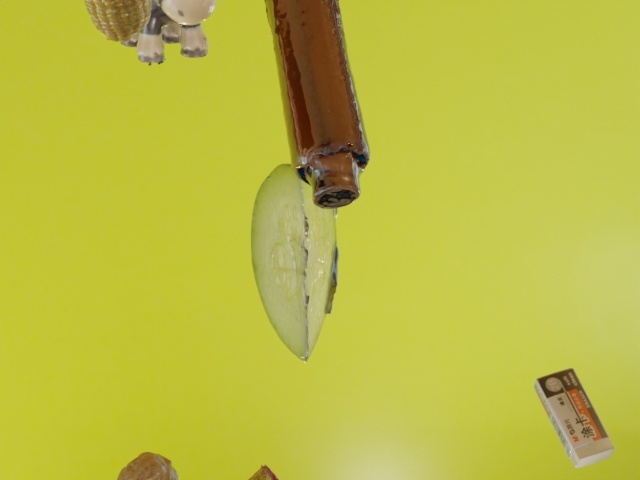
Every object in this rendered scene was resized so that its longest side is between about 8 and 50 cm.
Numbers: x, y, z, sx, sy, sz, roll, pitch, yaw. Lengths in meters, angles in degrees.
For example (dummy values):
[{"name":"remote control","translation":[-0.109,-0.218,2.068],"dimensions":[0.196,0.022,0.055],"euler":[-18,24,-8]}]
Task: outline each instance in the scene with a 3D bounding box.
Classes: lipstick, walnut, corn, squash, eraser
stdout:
[{"name":"lipstick","translation":[-0.019,-0.223,1.455],"dimensions":[0.077,0.418,0.077],"euler":[-8,156,-4]},{"name":"walnut","translation":[-0.239,0.337,2.265],"dimensions":[0.096,0.079,0.082],"euler":[-46,-133,2]},{"name":"corn","translation":[-0.192,-0.259,1.486],"dimensions":[0.068,0.207,0.068],"euler":[0,-125,1]},{"name":"squash","translation":[0.000,0.000,1.972],"dimensions":[0.155,0.237,0.204],"euler":[-7,-161,-27]},{"name":"eraser","translation":[0.308,0.215,2.000],"dimensions":[0.052,0.029,0.122],"euler":[-16,-123,-13]}]

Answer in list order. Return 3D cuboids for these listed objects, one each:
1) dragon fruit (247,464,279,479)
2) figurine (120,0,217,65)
[{"name":"dragon fruit","translation":[-0.062,0.441,2.305],"dimensions":[0.126,0.161,0.274],"euler":[-44,-167,2]},{"name":"figurine","translation":[-0.233,-0.461,2.374],"dimensions":[0.241,0.412,0.306],"euler":[-5,174,-7]}]
